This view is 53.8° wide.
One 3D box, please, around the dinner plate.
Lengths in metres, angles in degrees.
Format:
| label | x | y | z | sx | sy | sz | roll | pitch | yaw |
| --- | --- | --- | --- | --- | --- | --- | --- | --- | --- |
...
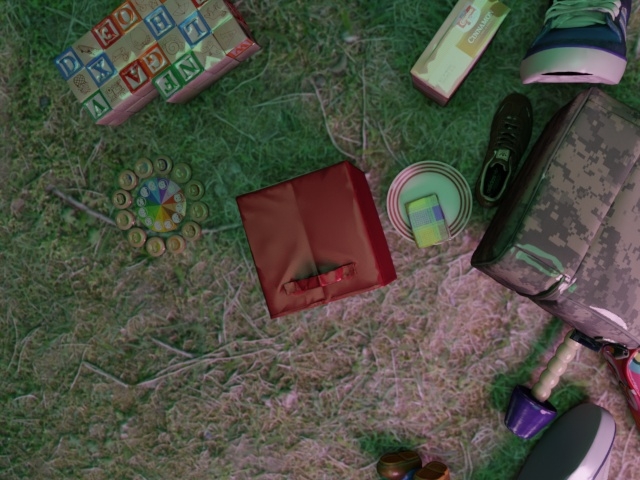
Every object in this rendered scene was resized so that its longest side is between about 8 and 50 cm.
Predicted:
| label | x | y | z | sx | sy | sz | roll | pitch | yaw |
| --- | --- | --- | --- | --- | --- | --- | --- | --- | --- |
| dinner plate | 0.181 | -0.063 | 1.054 | 0.141 | 0.017 | 0.141 | 1 | 97 | 10 |

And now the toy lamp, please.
| label | x | y | z | sx | sy | sz | roll | pitch | yaw |
| --- | --- | --- | --- | --- | --- | --- | --- | --- | --- |
| toy lamp | 0.389 | 0.198 | 1.021 | 0.080 | 0.080 | 0.275 | 29 | 102 | 5 |

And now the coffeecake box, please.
| label | x | y | z | sx | sy | sz | roll | pitch | yaw |
| --- | --- | --- | --- | --- | --- | --- | --- | --- | --- |
| coffeecake box | 0.202 | -0.280 | 0.937 | 0.068 | 0.185 | 0.142 | 36 | 102 | 4 |

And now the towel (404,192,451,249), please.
| label | x | y | z | sx | sy | sz | roll | pitch | yaw |
| --- | --- | --- | --- | --- | --- | --- | --- | --- | --- |
| towel | 0.178 | -0.030 | 1.046 | 0.060 | 0.009 | 0.083 | -19 | 94 | 12 |

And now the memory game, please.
| label | x | y | z | sx | sy | sz | roll | pitch | yaw |
| --- | --- | --- | --- | --- | --- | --- | --- | --- | --- |
| memory game | -0.290 | -0.062 | 1.136 | 0.186 | 0.012 | 0.186 | 1 | 97 | 9 |

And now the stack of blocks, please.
| label | x | y | z | sx | sy | sz | roll | pitch | yaw |
| --- | --- | --- | --- | --- | --- | --- | --- | --- | --- |
| stack of blocks | -0.274 | -0.314 | 1.063 | 0.297 | 0.087 | 0.171 | -33 | 91 | 12 |

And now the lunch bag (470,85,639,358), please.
| label | x | y | z | sx | sy | sz | roll | pitch | yaw |
| --- | --- | --- | --- | --- | --- | --- | --- | --- | --- |
| lunch bag | 0.396 | -0.019 | 0.901 | 0.256 | 0.212 | 0.305 | 30 | 86 | 6 |

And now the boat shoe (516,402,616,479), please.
| label | x | y | z | sx | sy | sz | roll | pitch | yaw |
| --- | --- | --- | --- | --- | --- | --- | --- | --- | --- |
| boat shoe | 0.399 | 0.450 | 1.007 | 0.156 | 0.136 | 0.367 | 32 | 81 | -8 |

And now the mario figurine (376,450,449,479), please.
| label | x | y | z | sx | sy | sz | roll | pitch | yaw |
| --- | --- | --- | --- | --- | --- | --- | --- | --- | --- |
| mario figurine | 0.146 | 0.536 | 1.052 | 0.170 | 0.198 | 0.321 | -3 | 92 | -3 |

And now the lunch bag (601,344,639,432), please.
| label | x | y | z | sx | sy | sz | roll | pitch | yaw |
| --- | --- | --- | --- | --- | --- | --- | --- | --- | --- |
| lunch bag | 0.602 | 0.216 | 0.959 | 0.258 | 0.120 | 0.293 | -29 | 100 | 5 |

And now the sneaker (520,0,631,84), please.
| label | x | y | z | sx | sy | sz | roll | pitch | yaw |
| --- | --- | --- | --- | --- | --- | --- | --- | --- | --- |
| sneaker | 0.351 | -0.330 | 0.840 | 0.130 | 0.322 | 0.237 | 8 | 106 | 27 |

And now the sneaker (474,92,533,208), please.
| label | x | y | z | sx | sy | sz | roll | pitch | yaw |
| --- | --- | --- | --- | --- | --- | --- | --- | --- | --- |
| sneaker | 0.295 | -0.140 | 0.997 | 0.066 | 0.071 | 0.189 | 14 | 100 | 8 |

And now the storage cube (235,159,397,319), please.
| label | x | y | z | sx | sy | sz | roll | pitch | yaw |
| --- | --- | --- | --- | --- | --- | --- | --- | --- | --- |
| storage cube | 0.000 | 0.000 | 0.999 | 0.183 | 0.215 | 0.193 | -17 | 87 | 12 |
